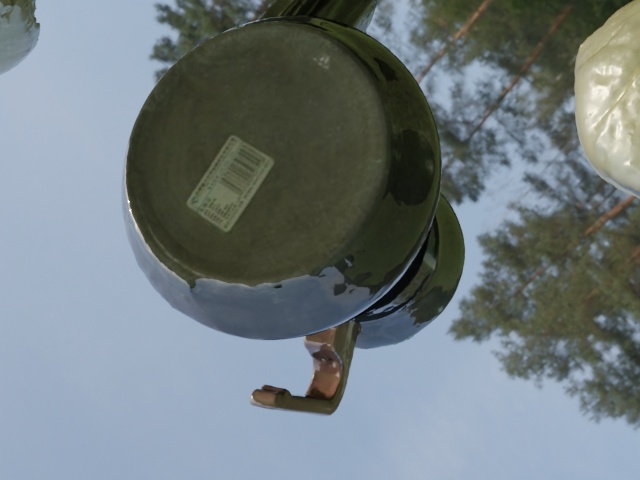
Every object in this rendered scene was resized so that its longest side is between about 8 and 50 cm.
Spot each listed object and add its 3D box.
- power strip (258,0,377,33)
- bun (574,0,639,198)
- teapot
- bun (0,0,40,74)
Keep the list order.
[{"bbox_3d":[-0.001,-0.209,0.960,0.092,0.257,0.251,40,-111,6],"label":"power strip"},{"bbox_3d":[0.289,-0.086,0.562,0.243,0.153,0.244,8,-153,-4],"label":"bun"},{"bbox_3d":[0.000,0.000,0.782,0.253,0.300,0.344,10,170,22],"label":"teapot"},{"bbox_3d":[-0.421,-0.298,0.821,0.202,0.364,0.364,-34,-110,-14],"label":"bun"}]
